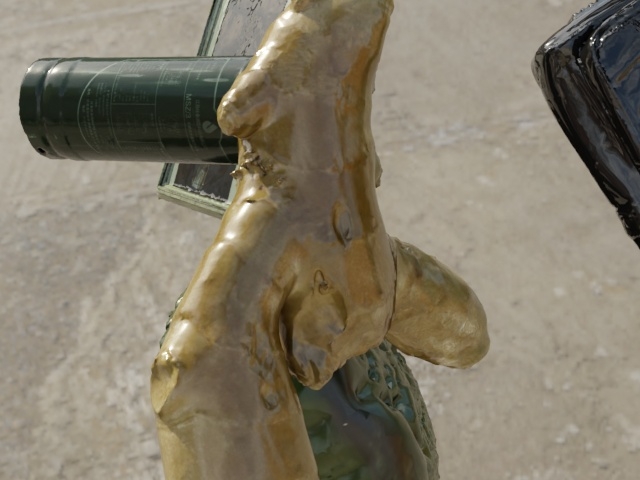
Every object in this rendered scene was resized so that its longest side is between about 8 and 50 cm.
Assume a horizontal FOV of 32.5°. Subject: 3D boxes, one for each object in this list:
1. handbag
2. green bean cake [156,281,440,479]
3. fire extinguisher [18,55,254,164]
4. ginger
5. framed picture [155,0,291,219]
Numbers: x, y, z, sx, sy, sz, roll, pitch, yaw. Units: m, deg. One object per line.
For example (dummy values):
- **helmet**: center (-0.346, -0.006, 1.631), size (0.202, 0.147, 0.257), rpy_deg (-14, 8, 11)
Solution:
- **handbag**: center (0.328, -0.114, 0.839), size (0.275, 0.244, 0.088), rpy_deg (-31, -2, -11)
- **green bean cake**: center (-0.001, 0.163, 1.145), size (0.218, 0.319, 0.335), rpy_deg (-28, 15, 14)
- **fire extinguisher**: center (-0.111, -0.109, 0.968), size (0.311, 0.114, 0.095), rpy_deg (2, 21, 22)
- **ginger**: center (-0.020, 0.007, 0.790), size (0.122, 0.348, 0.363), rpy_deg (-8, 18, 48)
- **framed picture**: center (-0.108, -0.174, 1.303), size (0.018, 0.293, 0.231), rpy_deg (16, 0, -35)
